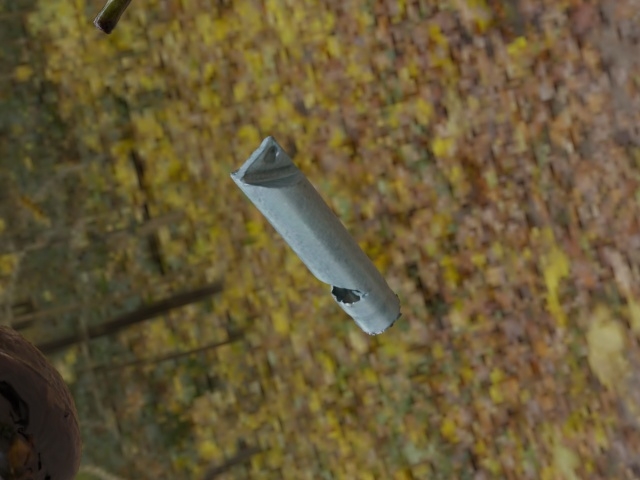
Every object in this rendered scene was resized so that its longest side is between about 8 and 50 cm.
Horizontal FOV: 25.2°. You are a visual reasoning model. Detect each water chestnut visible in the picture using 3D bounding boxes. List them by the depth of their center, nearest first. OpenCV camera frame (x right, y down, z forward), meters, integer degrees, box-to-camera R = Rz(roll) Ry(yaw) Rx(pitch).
[{"bbox_3d":[-0.460,0.280,1.790,0.347,0.335,0.335,-132,31,-63],"label":"water chestnut"}]

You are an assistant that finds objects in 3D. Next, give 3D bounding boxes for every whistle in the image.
[{"bbox_3d":[0.000,0.000,1.517,0.312,0.062,0.062,51,-172,-47],"label":"whistle"}]

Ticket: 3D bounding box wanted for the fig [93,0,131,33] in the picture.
[{"bbox_3d":[-0.180,-0.363,1.416,0.290,0.191,0.190,-40,58,32],"label":"fig"}]
